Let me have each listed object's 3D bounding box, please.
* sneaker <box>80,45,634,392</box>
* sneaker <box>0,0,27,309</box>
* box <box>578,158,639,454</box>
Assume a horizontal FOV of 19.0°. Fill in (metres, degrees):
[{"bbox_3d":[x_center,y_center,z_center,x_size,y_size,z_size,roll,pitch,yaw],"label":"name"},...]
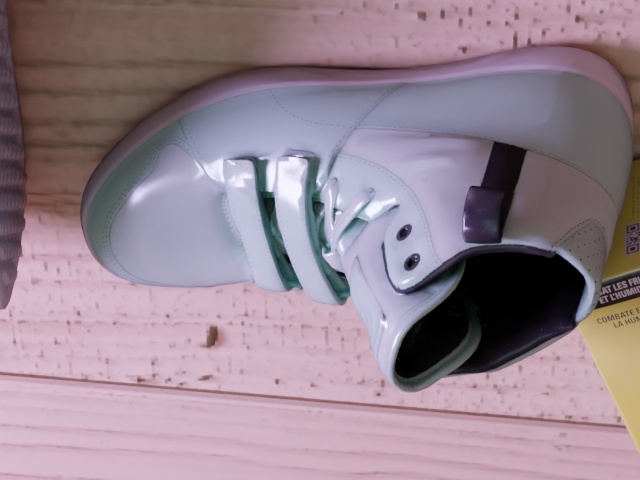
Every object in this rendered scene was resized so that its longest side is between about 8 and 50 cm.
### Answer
[{"bbox_3d":[0.000,0.000,0.792,0.256,0.151,0.094,-12,125,20],"label":"sneaker"},{"bbox_3d":[-0.190,-0.101,0.770,0.127,0.126,0.321,5,128,0],"label":"sneaker"},{"bbox_3d":[0.177,0.077,0.858,0.058,0.087,0.232,-16,120,21],"label":"box"}]
